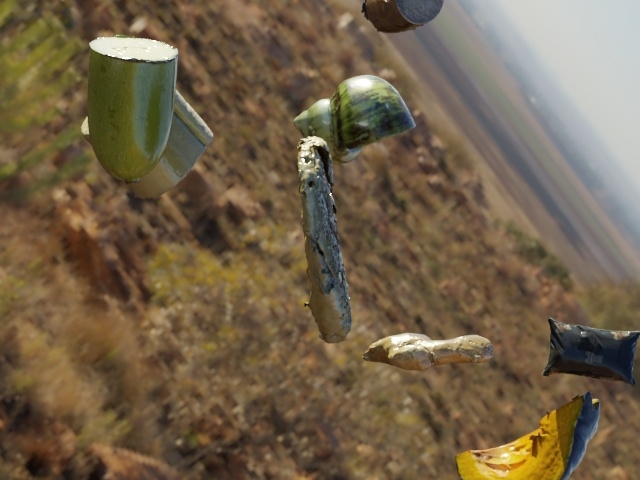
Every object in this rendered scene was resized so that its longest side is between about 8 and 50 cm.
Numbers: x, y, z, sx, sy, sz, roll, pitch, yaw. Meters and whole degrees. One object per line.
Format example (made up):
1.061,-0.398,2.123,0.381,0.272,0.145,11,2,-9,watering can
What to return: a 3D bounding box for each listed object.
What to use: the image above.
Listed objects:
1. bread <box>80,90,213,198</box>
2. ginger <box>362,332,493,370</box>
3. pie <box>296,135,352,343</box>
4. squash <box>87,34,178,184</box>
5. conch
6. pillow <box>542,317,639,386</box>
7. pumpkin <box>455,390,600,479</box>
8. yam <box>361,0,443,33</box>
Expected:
-0.256,-0.158,1.897,0.141,0.148,0.134,49,-21,-24,bread
0.192,0.188,2.231,0.133,0.214,0.059,-169,-105,-68,ginger
0.000,0.000,1.635,0.274,0.055,0.274,-8,90,-88,pie
-0.245,-0.166,1.681,0.123,0.123,0.187,-81,175,-73,squash
0.054,-0.202,2.158,0.124,0.181,0.187,57,12,-10,conch
0.430,0.179,2.041,0.048,0.150,0.090,90,10,-59,pillow
0.361,0.362,2.054,0.130,0.254,0.149,33,33,-47,pumpkin
0.114,-0.330,1.792,0.079,0.079,0.141,50,-8,-13,yam
